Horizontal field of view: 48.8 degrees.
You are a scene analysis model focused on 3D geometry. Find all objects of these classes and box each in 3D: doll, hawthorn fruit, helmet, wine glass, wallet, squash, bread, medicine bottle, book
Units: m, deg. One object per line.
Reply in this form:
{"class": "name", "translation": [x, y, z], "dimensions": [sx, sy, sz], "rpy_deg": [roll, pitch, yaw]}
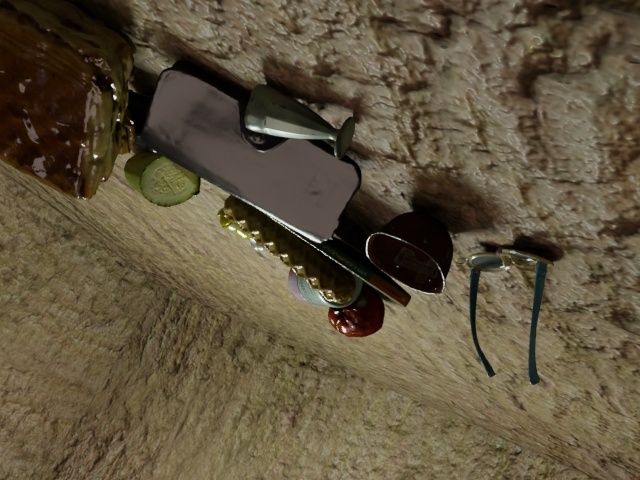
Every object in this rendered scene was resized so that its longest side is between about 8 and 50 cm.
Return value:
{"class": "doll", "translation": [-0.186, -0.028, 1.789], "dimensions": [0.162, 0.062, 0.106], "rpy_deg": [37, 166, -27]}
{"class": "hawthorn fruit", "translation": [0.103, 0.186, 1.842], "dimensions": [0.172, 0.148, 0.148], "rpy_deg": [17, 176, -42]}
{"class": "helmet", "translation": [0.164, 0.003, 1.207], "dimensions": [0.155, 0.106, 0.175], "rpy_deg": [20, 158, 32]}
{"class": "wine glass", "translation": [-0.029, -0.177, 1.049], "dimensions": [0.155, 0.073, 0.073], "rpy_deg": [20, 163, 15]}
{"class": "wallet", "translation": [-0.113, -0.141, 1.179], "dimensions": [0.377, 0.051, 0.197], "rpy_deg": [30, 132, -3]}
{"class": "squash", "translation": [-0.415, -0.154, 1.670], "dimensions": [0.287, 0.137, 0.137], "rpy_deg": [14, 159, 47]}
{"class": "bread", "translation": [-0.071, 0.013, 1.582], "dimensions": [0.367, 0.077, 0.084], "rpy_deg": [37, -163, 14]}
{"class": "medicine bottle", "translation": [0.010, 0.092, 1.702], "dimensions": [0.135, 0.135, 0.168], "rpy_deg": [35, 163, -24]}
{"class": "bread", "translation": [-0.445, -0.257, 1.214], "dimensions": [0.277, 0.167, 0.325], "rpy_deg": [28, 129, 9]}
{"class": "book", "translation": [0.000, 0.000, 1.445], "dimensions": [0.370, 0.043, 0.260], "rpy_deg": [34, -176, -15]}

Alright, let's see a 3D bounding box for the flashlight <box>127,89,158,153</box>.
{"class": "flashlight", "translation": [-0.201, -0.170, 1.305], "dimensions": [0.423, 0.103, 0.103], "rpy_deg": [22, 163, 14]}

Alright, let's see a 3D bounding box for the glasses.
{"class": "glasses", "translation": [0.324, 0.120, 1.182], "dimensions": [0.088, 0.221, 0.189], "rpy_deg": [-8, 177, -24]}
